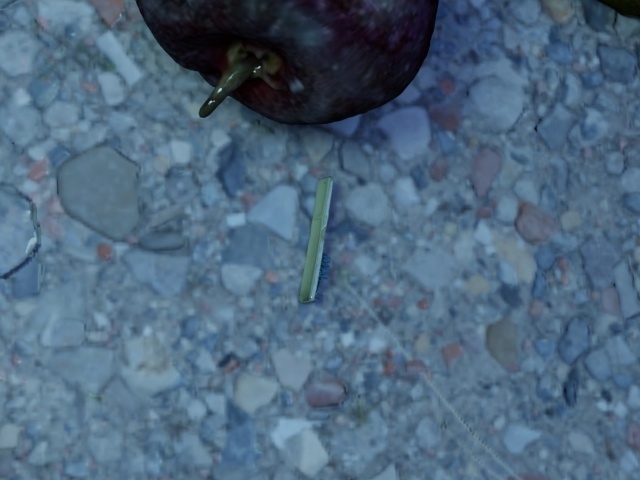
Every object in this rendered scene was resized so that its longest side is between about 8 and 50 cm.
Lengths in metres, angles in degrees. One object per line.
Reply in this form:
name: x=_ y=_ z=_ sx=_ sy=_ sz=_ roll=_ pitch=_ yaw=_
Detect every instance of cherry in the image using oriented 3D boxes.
cherry: x=-0.017 y=-0.169 z=0.850 sx=0.195 sy=0.195 sz=0.195 roll=4 pitch=79 yaw=-19

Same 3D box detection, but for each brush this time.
brush: x=0.000 y=0.000 z=0.907 sx=0.013 sy=0.016 sz=0.083 roll=15 pitch=76 yaw=-29

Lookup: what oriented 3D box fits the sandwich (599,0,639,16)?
sandwich: x=0.224 y=-0.241 z=0.981 sx=0.185 sy=0.109 sz=0.160 roll=35 pitch=73 yaw=-10
